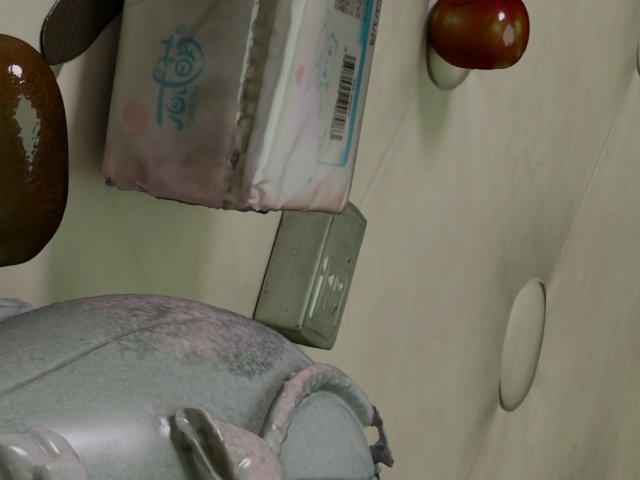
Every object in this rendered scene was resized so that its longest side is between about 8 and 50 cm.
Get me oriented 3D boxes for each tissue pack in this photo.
[{"bbox_3d":[-0.035,-0.154,1.154,0.201,0.124,0.271,0,99,-70],"label":"tissue pack"}]

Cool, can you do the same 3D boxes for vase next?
[{"bbox_3d":[-0.146,0.136,0.897,0.445,0.250,0.250,7,94,-62],"label":"vase"}]

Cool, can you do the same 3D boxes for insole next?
[{"bbox_3d":[-0.126,-0.140,1.106,0.135,0.002,0.045,-48,143,-51],"label":"insole"}]

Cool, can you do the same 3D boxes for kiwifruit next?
[{"bbox_3d":[-0.164,-0.046,0.974,0.075,0.075,0.124,-39,131,-57],"label":"kiwifruit"}]

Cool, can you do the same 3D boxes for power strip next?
[{"bbox_3d":[0.000,0.000,1.417,0.075,0.042,0.175,35,68,-64],"label":"power strip"}]

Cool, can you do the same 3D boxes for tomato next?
[{"bbox_3d":[0.135,-0.182,1.597,0.087,0.087,0.075,-36,129,-59],"label":"tomato"}]
